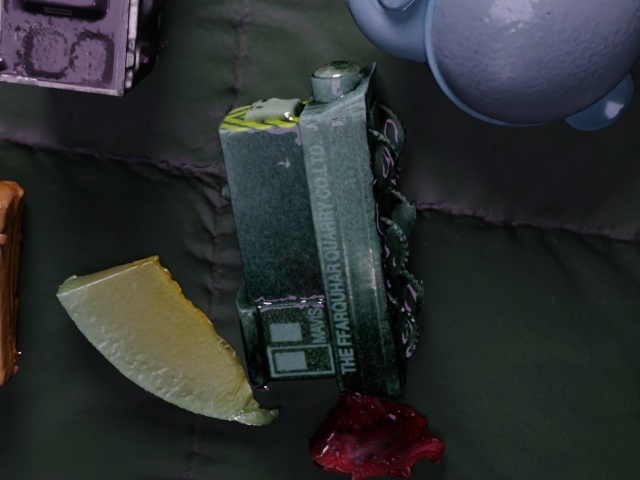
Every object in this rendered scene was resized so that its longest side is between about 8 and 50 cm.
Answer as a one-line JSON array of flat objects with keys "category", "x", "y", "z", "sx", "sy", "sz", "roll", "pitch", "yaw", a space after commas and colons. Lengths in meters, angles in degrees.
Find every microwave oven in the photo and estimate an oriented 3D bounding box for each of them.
[{"category": "microwave oven", "x": -0.193, "y": -0.239, "z": 1.018, "sx": 0.129, "sy": 0.163, "sz": 0.205, "roll": 7, "pitch": 110, "yaw": -1}]

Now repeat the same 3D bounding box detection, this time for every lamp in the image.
[{"category": "lamp", "x": 0.158, "y": -0.203, "z": 1.014, "sx": 0.284, "sy": 0.147, "sz": 0.209, "roll": 19, "pitch": 115, "yaw": -3}]

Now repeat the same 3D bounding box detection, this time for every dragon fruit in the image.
[{"category": "dragon fruit", "x": 0.060, "y": 0.219, "z": 1.243, "sx": 0.131, "sy": 0.063, "sz": 0.097, "roll": 24, "pitch": 113, "yaw": -6}]

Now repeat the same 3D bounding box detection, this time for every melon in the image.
[{"category": "melon", "x": -0.146, "y": 0.106, "z": 1.232, "sx": 0.262, "sy": 0.053, "sz": 0.114, "roll": 42, "pitch": 91, "yaw": -17}]

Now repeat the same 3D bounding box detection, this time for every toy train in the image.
[{"category": "toy train", "x": 0.000, "y": 0.000, "z": 1.121, "sx": 0.178, "sy": 0.138, "sz": 0.330, "roll": -5, "pitch": 111, "yaw": 11}]

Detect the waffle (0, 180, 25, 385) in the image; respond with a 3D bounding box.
[{"category": "waffle", "x": -0.457, "y": 0.028, "z": 1.186, "sx": 0.328, "sy": 0.098, "sz": 0.224, "roll": 6, "pitch": 114, "yaw": 0}]
